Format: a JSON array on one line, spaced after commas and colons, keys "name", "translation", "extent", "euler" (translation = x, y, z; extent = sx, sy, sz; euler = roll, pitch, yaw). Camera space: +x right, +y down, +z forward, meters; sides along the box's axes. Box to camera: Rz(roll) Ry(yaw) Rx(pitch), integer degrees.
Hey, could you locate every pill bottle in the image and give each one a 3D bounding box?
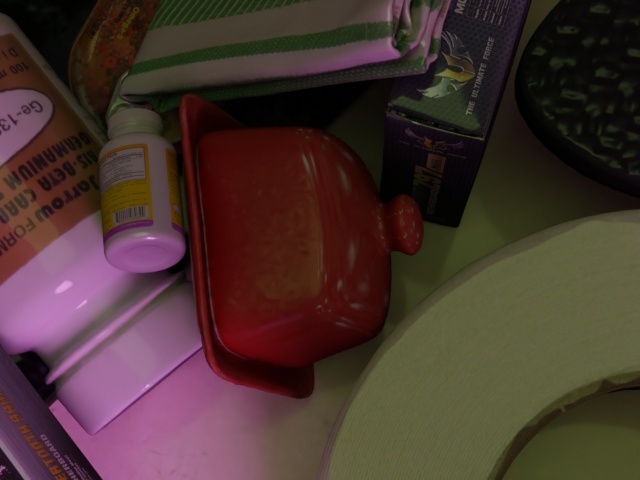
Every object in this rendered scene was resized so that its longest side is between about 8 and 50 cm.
[{"name": "pill bottle", "translation": [-0.096, -0.028, 0.706], "extent": [0.043, 0.043, 0.083], "euler": [-8, 63, -1]}, {"name": "pill bottle", "translation": [-0.164, -0.007, 0.765], "extent": [0.131, 0.131, 0.229], "euler": [-39, 89, -8]}]

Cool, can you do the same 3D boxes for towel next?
[{"name": "towel", "translation": [0.005, -0.231, 0.758], "extent": [0.248, 0.038, 0.325], "euler": [-3, 66, 47]}]

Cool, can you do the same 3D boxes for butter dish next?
[{"name": "butter dish", "translation": [0.000, 0.000, 0.740], "extent": [0.118, 0.160, 0.160], "euler": [-11, 75, 19]}]

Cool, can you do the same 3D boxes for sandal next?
[{"name": "sandal", "translation": [0.318, -0.120, 0.814], "extent": [0.445, 0.107, 0.167], "euler": [-20, 73, -17]}]

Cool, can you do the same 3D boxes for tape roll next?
[{"name": "tape roll", "translation": [0.187, 0.177, 0.726], "extent": [0.392, 0.072, 0.392], "euler": [-1, 81, 7]}]

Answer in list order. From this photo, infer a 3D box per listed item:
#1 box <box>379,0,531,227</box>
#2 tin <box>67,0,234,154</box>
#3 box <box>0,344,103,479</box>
[{"name": "box", "translation": [0.093, -0.141, 0.771], "extent": [0.059, 0.183, 0.233], "euler": [16, 78, 5]}, {"name": "tin", "translation": [-0.086, -0.141, 0.851], "extent": [0.106, 0.040, 0.190], "euler": [26, 77, 11]}, {"name": "box", "translation": [-0.228, 0.164, 0.715], "extent": [0.231, 0.056, 0.183], "euler": [-44, 78, 21]}]
